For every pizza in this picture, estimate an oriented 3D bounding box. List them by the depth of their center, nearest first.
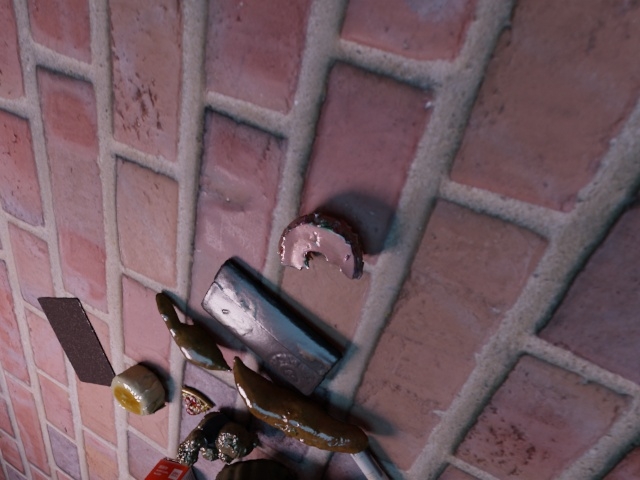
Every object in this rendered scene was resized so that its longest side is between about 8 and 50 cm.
[{"bbox_3d":[-0.340,0.453,1.113,0.099,0.029,0.100,0,113,25],"label":"pizza"}]

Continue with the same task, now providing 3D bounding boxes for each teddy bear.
[{"bbox_3d":[-0.273,0.517,1.058,0.251,0.181,0.129,-24,65,34],"label":"teddy bear"}]

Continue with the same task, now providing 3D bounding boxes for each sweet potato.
[{"bbox_3d":[-0.064,0.389,0.907,0.354,0.095,0.106,26,105,14],"label":"sweet potato"},{"bbox_3d":[-0.317,0.233,0.971,0.269,0.074,0.075,42,125,13],"label":"sweet potato"}]

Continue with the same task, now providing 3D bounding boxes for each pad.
[{"bbox_3d":[-0.764,0.325,1.277,0.219,0.004,0.331,-3,112,28],"label":"pad"}]

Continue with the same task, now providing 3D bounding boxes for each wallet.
[{"bbox_3d":[-0.116,0.195,0.870,0.321,0.044,0.170,38,126,6],"label":"wallet"}]

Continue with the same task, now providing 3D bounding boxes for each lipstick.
[{"bbox_3d":[0.109,0.506,0.909,0.040,0.040,0.141,-30,97,34],"label":"lipstick"}]

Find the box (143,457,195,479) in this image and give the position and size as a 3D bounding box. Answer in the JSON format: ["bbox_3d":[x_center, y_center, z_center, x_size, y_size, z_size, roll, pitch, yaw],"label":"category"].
[{"bbox_3d":[-0.468,0.816,1.309,0.133,0.099,0.182,-4,110,25],"label":"box"}]

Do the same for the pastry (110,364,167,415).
[{"bbox_3d":[-0.522,0.433,1.160,0.165,0.088,0.166,13,120,24],"label":"pastry"}]

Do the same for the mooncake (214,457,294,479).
[{"bbox_3d":[-0.177,0.662,1.041,0.228,0.124,0.228,-2,119,-3],"label":"mooncake"}]

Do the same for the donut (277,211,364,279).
[{"bbox_3d":[0.000,0.000,0.707,0.165,0.065,0.117,8,118,22],"label":"donut"}]
